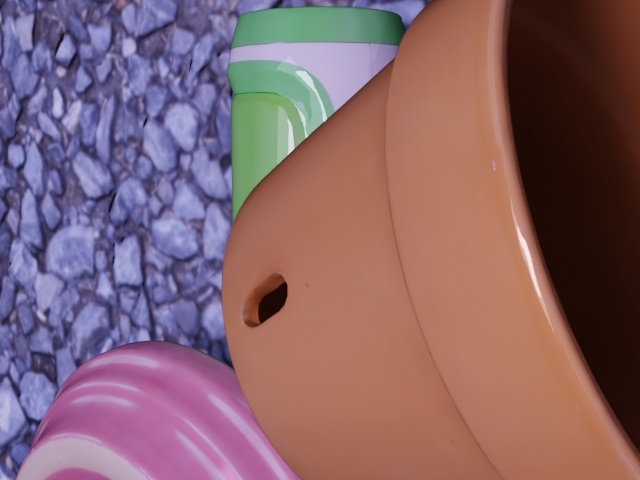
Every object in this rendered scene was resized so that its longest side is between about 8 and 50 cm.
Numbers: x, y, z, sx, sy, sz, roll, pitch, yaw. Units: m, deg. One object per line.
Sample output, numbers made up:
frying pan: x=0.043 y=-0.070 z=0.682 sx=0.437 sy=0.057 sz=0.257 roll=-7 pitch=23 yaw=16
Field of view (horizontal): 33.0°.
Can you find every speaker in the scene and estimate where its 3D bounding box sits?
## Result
speaker: x=0.000 y=0.000 z=0.722 sx=0.131 sy=0.131 sz=0.296 roll=4 pitch=96 yaw=38

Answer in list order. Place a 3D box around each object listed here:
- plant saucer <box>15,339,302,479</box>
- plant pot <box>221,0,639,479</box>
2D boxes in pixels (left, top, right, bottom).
plant saucer: x=-0.105 y=0.236 z=0.724 sx=0.332 sy=0.084 sz=0.332 roll=14 pitch=111 yaw=39
plant pot: x=0.089 y=0.024 z=0.544 sx=0.203 sy=0.291 sz=0.290 roll=-23 pitch=80 yaw=37
